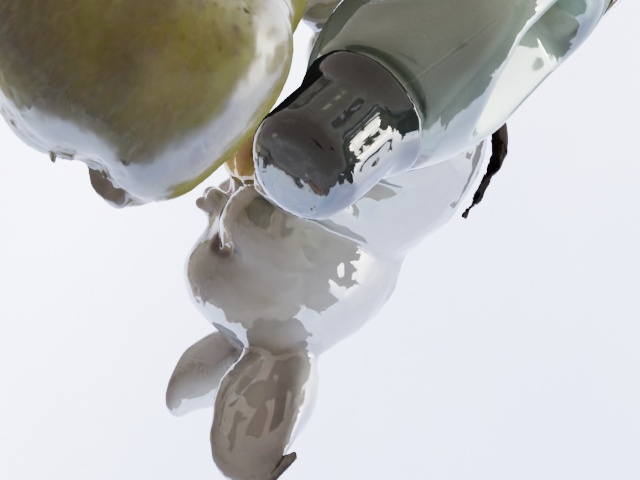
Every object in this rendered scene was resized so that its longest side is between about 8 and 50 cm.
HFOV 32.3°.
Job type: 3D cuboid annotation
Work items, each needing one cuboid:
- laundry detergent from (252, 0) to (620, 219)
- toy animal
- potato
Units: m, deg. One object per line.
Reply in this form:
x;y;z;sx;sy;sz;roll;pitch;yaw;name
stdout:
0.054;-0.080;0.391;0.099;0.070;0.226;-19;-161;48;laundry detergent
-0.001;-0.005;0.741;0.208;0.154;0.325;26;-81;65;toy animal
-0.103;-0.193;0.598;0.202;0.218;0.351;179;-86;-70;potato
